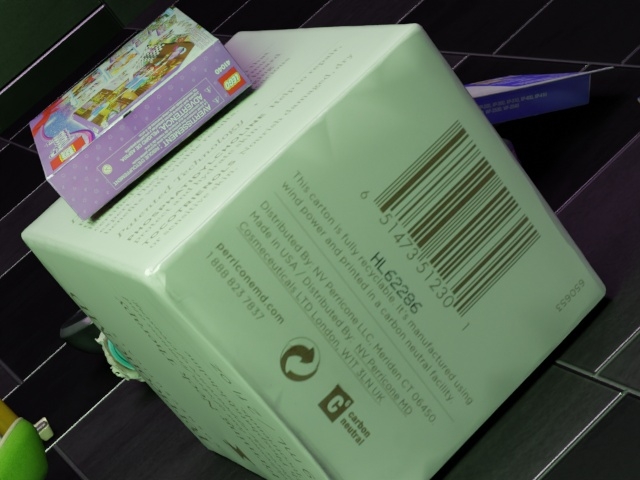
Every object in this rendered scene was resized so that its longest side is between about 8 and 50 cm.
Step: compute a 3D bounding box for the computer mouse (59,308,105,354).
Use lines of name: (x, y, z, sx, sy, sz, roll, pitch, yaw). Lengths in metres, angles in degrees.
computer mouse: (-0.238, 0.079, 2.165, 0.188, 0.072, 0.272, -24, 13, 38)

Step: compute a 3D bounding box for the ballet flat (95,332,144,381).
ballet flat: (-0.136, -0.012, 1.991, 0.409, 0.147, 0.147, -55, 21, 2)

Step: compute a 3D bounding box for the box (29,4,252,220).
box: (-0.185, -0.133, 1.596, 0.201, 0.057, 0.293, -39, 19, -1)

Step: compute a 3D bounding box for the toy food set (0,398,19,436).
toy food set: (-0.500, 0.272, 2.125, 0.232, 0.104, 0.111, -21, 26, 37)

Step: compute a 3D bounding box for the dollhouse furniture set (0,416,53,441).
dollhouse furniture set: (-0.381, 0.251, 2.009, 0.091, 0.081, 0.114, -40, 21, -4)

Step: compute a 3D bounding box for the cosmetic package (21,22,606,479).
cosmetic package: (-0.018, 0.020, 1.553, 0.327, 0.329, 0.394, -45, 21, -15)

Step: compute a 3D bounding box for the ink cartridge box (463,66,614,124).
ink cartridge box: (0.193, -0.155, 1.843, 0.206, 0.045, 0.208, -14, 7, -26)

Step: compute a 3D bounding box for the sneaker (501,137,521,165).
sneaker: (0.144, -0.085, 1.854, 0.104, 0.095, 0.236, -39, 25, -20)

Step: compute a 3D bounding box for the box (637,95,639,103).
box: (0.403, -0.134, 1.595, 0.136, 0.036, 0.225, -35, 20, 9)

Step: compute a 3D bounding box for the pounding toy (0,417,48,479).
pounding toy: (-0.334, 0.311, 1.821, 0.183, 0.110, 0.237, -63, 1, -28)
